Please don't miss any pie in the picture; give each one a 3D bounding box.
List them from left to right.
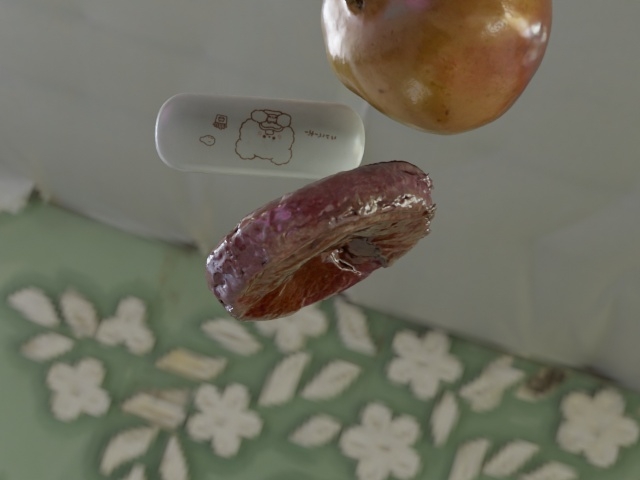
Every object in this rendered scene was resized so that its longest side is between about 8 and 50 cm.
[{"bbox_3d":[0.000,0.000,1.170,0.182,0.049,0.182,-25,-17,-8],"label":"pie"}]

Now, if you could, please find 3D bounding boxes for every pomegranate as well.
[{"bbox_3d":[0.102,-0.192,1.439,0.209,0.209,0.209,17,-17,6],"label":"pomegranate"}]

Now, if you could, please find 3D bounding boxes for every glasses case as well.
[{"bbox_3d":[-0.056,-0.095,1.517,0.193,0.074,0.049,4,2,-7],"label":"glasses case"}]
